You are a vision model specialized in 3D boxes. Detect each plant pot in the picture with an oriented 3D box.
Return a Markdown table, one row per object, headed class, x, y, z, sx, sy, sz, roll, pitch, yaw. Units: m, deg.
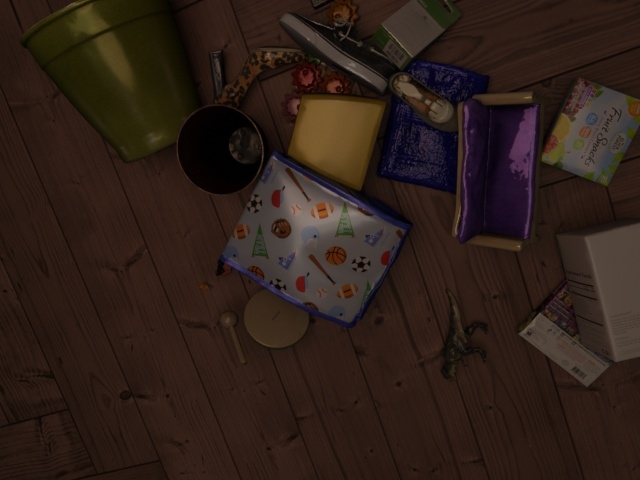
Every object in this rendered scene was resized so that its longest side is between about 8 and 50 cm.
| class | x | y | z | sx | sy | sz | roll | pitch | yaw |
| --- | --- | --- | --- | --- | --- | --- | --- | --- | --- |
| plant pot | 0.027 | -0.262 | 1.296 | 0.187 | 0.212 | 0.212 | 13 | 106 | -7 |
| plant pot | -0.474 | -0.397 | 1.341 | 0.367 | 0.366 | 0.353 | -20 | 109 | 14 |
| plant pot | -0.221 | -0.235 | 1.362 | 0.216 | 0.230 | 0.215 | 2 | 103 | 8 |

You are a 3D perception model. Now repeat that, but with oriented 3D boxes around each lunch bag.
| class | x | y | z | sx | sy | sz | roll | pitch | yaw |
| --- | --- | --- | --- | --- | --- | --- | --- | --- | --- |
| lunch bag | 0.000 | 0.000 | 1.374 | 0.386 | 0.239 | 0.327 | 30 | 105 | 11 |

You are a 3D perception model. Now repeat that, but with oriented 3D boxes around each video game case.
| class | x | y | z | sx | sy | sz | roll | pitch | yaw |
| --- | --- | --- | --- | --- | --- | --- | --- | --- | --- |
| video game case | 0.673 | 0.234 | 1.390 | 0.232 | 0.042 | 0.210 | 37 | 105 | 1 |

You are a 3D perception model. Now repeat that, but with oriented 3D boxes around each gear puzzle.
| class | x | y | z | sx | sy | sz | roll | pitch | yaw |
| --- | --- | --- | --- | --- | --- | --- | --- | --- | --- |
| gear puzzle | 0.021 | -0.448 | 1.366 | 0.176 | 0.044 | 0.338 | 23 | 105 | 5 |

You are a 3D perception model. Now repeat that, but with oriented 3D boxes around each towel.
| class | x | y | z | sx | sy | sz | roll | pitch | yaw |
| --- | --- | --- | --- | --- | --- | --- | --- | --- | --- |
| towel | 0.276 | -0.284 | 1.337 | 0.228 | 0.076 | 0.308 | 13 | 104 | 9 |

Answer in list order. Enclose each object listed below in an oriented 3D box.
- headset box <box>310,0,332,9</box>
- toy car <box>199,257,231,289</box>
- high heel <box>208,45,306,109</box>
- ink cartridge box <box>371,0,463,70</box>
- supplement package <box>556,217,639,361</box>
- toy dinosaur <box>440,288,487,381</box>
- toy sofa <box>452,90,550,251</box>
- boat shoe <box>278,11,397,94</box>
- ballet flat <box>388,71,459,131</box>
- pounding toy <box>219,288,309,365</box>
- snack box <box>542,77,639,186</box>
| class | x | y | z | sx | sy | sz | roll | pitch | yaw |
| --- | --- | --- | --- | --- | --- | --- | --- | --- | --- |
| headset box | -0.005 | -0.634 | 1.337 | 0.062 | 0.032 | 0.083 | -22 | 96 | 14 |
| toy car | -0.304 | 0.098 | 1.565 | 0.041 | 0.060 | 0.122 | 24 | 133 | -39 |
| high heel | -0.158 | -0.408 | 1.399 | 0.261 | 0.093 | 0.186 | -1 | 112 | 10 |
| ink cartridge box | 0.233 | -0.513 | 1.280 | 0.109 | 0.062 | 0.209 | 46 | 68 | -1 |
| supplement package | 0.705 | 0.107 | 1.257 | 0.178 | 0.175 | 0.292 | -13 | 91 | 4 |
| toy dinosaur | 0.390 | 0.270 | 1.447 | 0.118 | 0.064 | 0.268 | 4 | 100 | 17 |
| toy sofa | 0.426 | -0.161 | 1.258 | 0.150 | 0.177 | 0.362 | 11 | 106 | 42 |
| boat shoe | 0.051 | -0.474 | 1.285 | 0.306 | 0.113 | 0.105 | 29 | 95 | -9 |
| ballet flat | 0.250 | -0.325 | 1.264 | 0.213 | 0.068 | 0.072 | 34 | 104 | 0 |
| pounding toy | -0.150 | 0.247 | 1.513 | 0.237 | 0.110 | 0.183 | -22 | 64 | -20 |
| snack box | 0.643 | -0.258 | 1.274 | 0.175 | 0.070 | 0.207 | 23 | 107 | 6 |
